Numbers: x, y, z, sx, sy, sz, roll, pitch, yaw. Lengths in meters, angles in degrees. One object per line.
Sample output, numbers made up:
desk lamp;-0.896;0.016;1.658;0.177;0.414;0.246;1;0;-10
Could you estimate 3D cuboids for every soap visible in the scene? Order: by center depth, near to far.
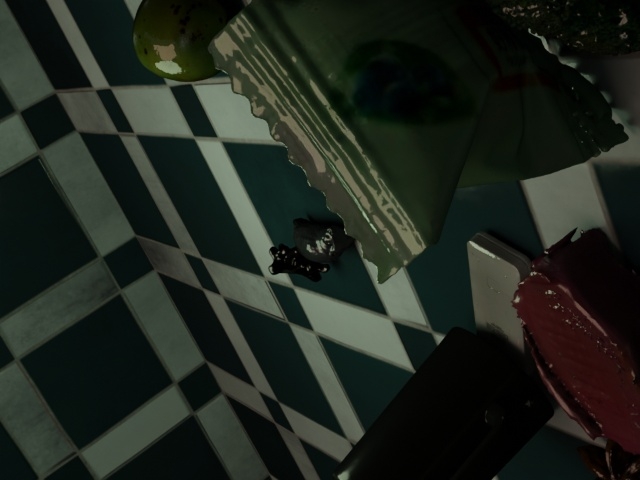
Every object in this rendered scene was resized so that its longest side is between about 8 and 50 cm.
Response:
soap;0.349;0.121;1.130;0.182;0.112;0.289;1;122;59

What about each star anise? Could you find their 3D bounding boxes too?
star anise;0.435;0.340;1.302;0.168;0.057;0.168;25;132;30

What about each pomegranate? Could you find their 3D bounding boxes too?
pomegranate;-0.222;-0.368;1.526;0.180;0.180;0.209;38;122;35

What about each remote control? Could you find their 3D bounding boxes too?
remote control;0.268;0.099;1.346;0.103;0.034;0.250;34;150;40

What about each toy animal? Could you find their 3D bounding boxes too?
toy animal;0.002;-0.003;1.701;0.210;0.121;0.117;-32;48;51

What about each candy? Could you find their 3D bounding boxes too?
candy;0.124;-0.146;0.869;0.172;0.398;0.263;-34;83;43

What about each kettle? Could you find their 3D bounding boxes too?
kettle;0.197;0.319;1.379;0.262;0.308;0.203;29;162;52

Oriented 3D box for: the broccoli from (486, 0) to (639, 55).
broccoli;0.206;-0.288;0.691;0.297;0.297;0.297;-23;102;45
